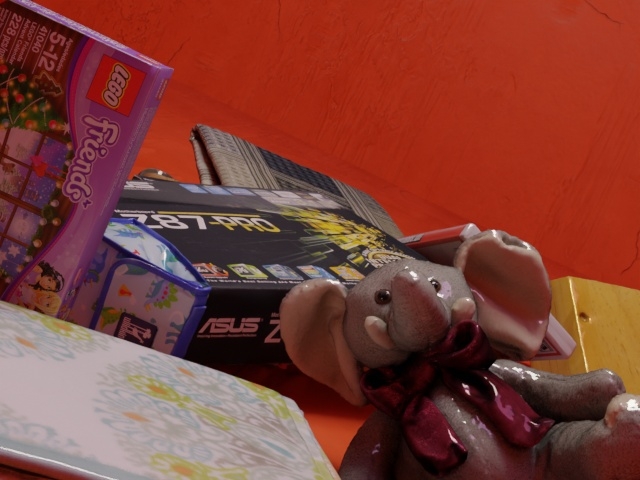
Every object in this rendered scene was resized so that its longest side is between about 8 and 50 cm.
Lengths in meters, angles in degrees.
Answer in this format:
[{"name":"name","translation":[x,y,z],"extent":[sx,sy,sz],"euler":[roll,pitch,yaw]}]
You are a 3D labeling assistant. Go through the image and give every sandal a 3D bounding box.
[{"name":"sandal","translation":[-0.228,-0.071,1.925],"extent":[0.090,0.060,0.219],"euler":[21,17,-13]}]

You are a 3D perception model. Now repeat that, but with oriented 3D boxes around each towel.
[{"name":"towel","translation":[-0.149,0.154,0.950],"extent":[0.374,0.090,0.320],"euler":[21,8,-19]},{"name":"towel","translation":[-0.028,-0.049,1.859],"extent":[0.312,0.056,0.324],"euler":[22,14,-20]}]

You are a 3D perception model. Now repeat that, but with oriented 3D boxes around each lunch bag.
[{"name":"lunch bag","translation":[-0.173,0.065,1.201],"extent":[0.151,0.129,0.096],"euler":[33,19,33]}]

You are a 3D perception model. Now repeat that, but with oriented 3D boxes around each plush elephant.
[{"name":"plush elephant","translation":[0.106,0.119,1.149],"extent":[0.330,0.271,0.255],"euler":[114,-49,-85]}]

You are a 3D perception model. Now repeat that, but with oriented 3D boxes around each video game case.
[{"name":"video game case","translation":[0.156,0.074,1.616],"extent":[0.204,0.025,0.285],"euler":[48,-27,-17]}]

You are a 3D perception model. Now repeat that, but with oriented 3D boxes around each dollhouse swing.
[{"name":"dollhouse swing","translation":[0.420,0.224,1.844],"extent":[0.346,0.305,0.315],"euler":[12,54,-23]}]

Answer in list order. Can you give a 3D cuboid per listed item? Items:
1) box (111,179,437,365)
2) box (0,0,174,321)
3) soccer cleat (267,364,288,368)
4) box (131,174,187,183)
[{"name":"box","translation":[-0.066,0.031,1.451],"extent":[0.395,0.097,0.318],"euler":[3,19,-39]},{"name":"box","translation":[-0.272,-0.052,1.101],"extent":[0.201,0.293,0.057],"euler":[25,9,3]},{"name":"soccer cleat","translation":[-0.014,0.111,1.515],"extent":[0.076,0.068,0.196],"euler":[28,14,36]},{"name":"box","translation":[-0.111,0.004,1.773],"extent":[0.216,0.060,0.270],"euler":[37,15,28]}]
